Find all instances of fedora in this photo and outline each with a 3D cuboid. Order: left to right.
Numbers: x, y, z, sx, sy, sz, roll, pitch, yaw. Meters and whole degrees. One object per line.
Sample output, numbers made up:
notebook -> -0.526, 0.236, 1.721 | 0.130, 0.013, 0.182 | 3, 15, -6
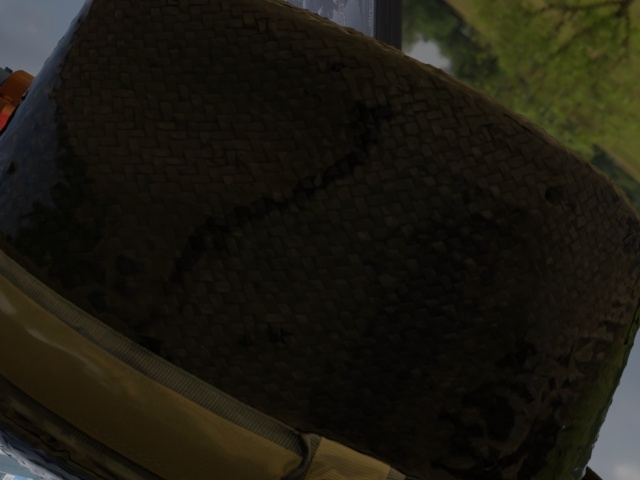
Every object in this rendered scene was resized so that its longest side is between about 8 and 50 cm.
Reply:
fedora -> 0.000, 0.000, 0.445 | 0.334, 0.153, 0.334 | 27, -171, -5

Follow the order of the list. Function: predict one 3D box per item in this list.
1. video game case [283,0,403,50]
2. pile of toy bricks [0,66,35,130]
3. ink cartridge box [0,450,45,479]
video game case -> 0.012, -0.225, 0.951 | 0.026, 0.196, 0.274 | -4, -161, -14
pile of toy bricks -> -0.134, -0.076, 0.644 | 0.118, 0.105, 0.212 | 31, 178, 26
ink cartridge box -> -0.366, 0.253, 1.118 | 0.261, 0.296, 0.066 | -21, -128, -40
